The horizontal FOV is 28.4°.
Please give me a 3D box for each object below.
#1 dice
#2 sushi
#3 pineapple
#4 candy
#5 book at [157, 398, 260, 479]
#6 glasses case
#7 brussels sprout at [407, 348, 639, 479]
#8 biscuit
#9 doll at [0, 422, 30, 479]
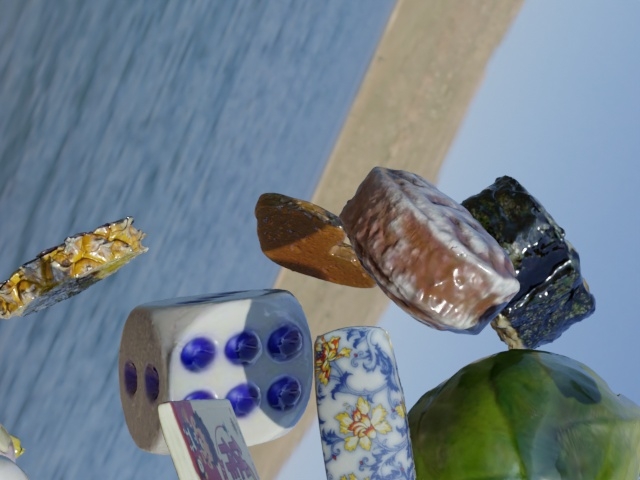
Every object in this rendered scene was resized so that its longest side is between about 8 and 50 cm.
[{"bbox_3d":[-0.173,0.208,2.063,0.251,0.259,0.243,-4,-90,64],"label":"dice"},{"bbox_3d":[0.318,0.050,2.040,0.171,0.211,0.350,-36,145,-1],"label":"sushi"},{"bbox_3d":[-0.306,0.042,1.519,0.221,0.047,0.221,-28,173,-4],"label":"pineapple"},{"bbox_3d":[0.144,0.015,1.735,0.157,0.214,0.289,-50,-137,8],"label":"candy"},{"bbox_3d":[-0.089,0.225,1.171,0.232,0.022,0.162,35,34,-79],"label":"book"},{"bbox_3d":[0.045,0.204,1.212,0.065,0.087,0.247,97,-13,-77],"label":"glasses case"},{"bbox_3d":[0.264,0.285,1.617,0.281,0.355,0.289,-40,-115,52],"label":"brussels sprout"},{"bbox_3d":[0.001,-0.002,2.543,0.277,0.262,0.052,81,25,-60],"label":"biscuit"},{"bbox_3d":[-0.407,0.258,1.474,0.094,0.160,0.365,-43,-170,-10],"label":"doll"}]
